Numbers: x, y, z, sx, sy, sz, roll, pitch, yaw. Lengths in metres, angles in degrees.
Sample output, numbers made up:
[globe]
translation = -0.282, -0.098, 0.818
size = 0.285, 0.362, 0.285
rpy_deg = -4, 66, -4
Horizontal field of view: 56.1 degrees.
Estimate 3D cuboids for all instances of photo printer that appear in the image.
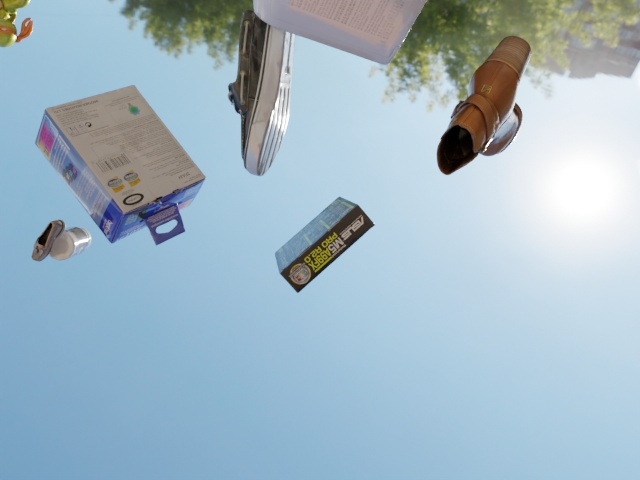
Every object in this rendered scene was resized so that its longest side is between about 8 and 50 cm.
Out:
[photo printer]
translation = 0.040, -0.476, 1.088
size = 0.307, 0.256, 0.107
rpy_deg = 12, -133, -19

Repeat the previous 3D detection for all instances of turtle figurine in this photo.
[turtle figurine]
translation = -0.477, -0.355, 0.865
size = 0.269, 0.087, 0.217
rpy_deg = -34, -106, -1

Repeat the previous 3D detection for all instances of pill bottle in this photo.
[pill bottle]
translation = -0.659, 0.005, 1.582
size = 0.078, 0.078, 0.137
rpy_deg = 13, -172, -2

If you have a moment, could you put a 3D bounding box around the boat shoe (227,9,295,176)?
[boat shoe]
translation = -0.131, -0.306, 1.247
size = 0.119, 0.335, 0.121
rpy_deg = 13, -170, 14

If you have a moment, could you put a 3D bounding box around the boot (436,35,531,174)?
[boot]
translation = 0.280, -0.187, 1.056
size = 0.109, 0.283, 0.220
rpy_deg = 29, -113, 13

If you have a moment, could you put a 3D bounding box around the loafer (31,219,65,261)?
[loafer]
translation = -0.673, -0.002, 1.467
size = 0.045, 0.125, 0.039
rpy_deg = 43, -169, 16

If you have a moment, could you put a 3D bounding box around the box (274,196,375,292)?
[box]
translation = 0.000, 0.000, 1.344
size = 0.060, 0.216, 0.270
rpy_deg = 49, 180, -10

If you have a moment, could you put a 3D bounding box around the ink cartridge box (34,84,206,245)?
[ink cartridge box]
translation = -0.488, -0.178, 1.534
size = 0.395, 0.151, 0.270
rpy_deg = 50, -133, 7
